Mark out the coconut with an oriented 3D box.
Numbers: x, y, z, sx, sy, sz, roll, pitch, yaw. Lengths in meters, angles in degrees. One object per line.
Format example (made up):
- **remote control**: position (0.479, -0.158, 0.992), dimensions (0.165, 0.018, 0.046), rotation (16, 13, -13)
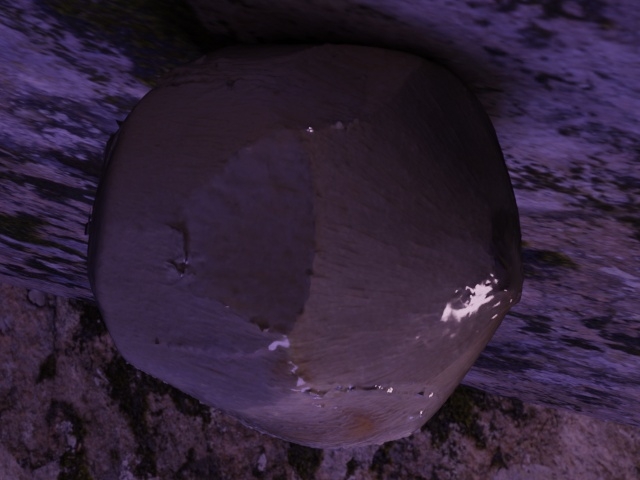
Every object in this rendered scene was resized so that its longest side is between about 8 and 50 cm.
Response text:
- **coconut**: position (0.000, 0.000, 0.743), dimensions (0.247, 0.245, 0.245), rotation (4, 165, 38)
